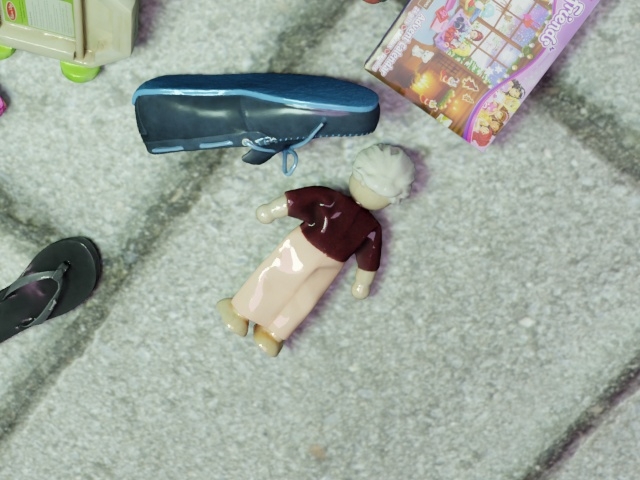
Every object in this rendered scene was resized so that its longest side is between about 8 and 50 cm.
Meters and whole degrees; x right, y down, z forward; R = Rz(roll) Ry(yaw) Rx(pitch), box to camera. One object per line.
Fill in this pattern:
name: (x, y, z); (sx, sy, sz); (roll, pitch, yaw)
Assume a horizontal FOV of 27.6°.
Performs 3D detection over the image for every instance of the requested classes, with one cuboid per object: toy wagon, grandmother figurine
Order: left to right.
toy wagon: (-0.407, -0.324, 1.680); (0.344, 0.267, 0.068); (15, 64, -2)
grandmother figurine: (0.000, 0.000, 1.814); (0.208, 0.104, 0.342); (33, 107, -34)

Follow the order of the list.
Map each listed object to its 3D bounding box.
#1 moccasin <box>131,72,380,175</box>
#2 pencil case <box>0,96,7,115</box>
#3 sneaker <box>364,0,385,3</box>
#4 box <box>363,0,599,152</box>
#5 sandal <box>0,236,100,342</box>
moccasin: (-0.083, -0.161, 1.765); (0.342, 0.138, 0.116); (6, 113, 19)
pencil case: (-0.530, -0.248, 1.789); (0.104, 0.104, 0.236); (-29, 104, 14)
sneaker: (-0.027, -0.391, 1.688); (0.276, 0.097, 0.135); (42, 107, -5)
box: (0.221, -0.291, 1.713); (0.201, 0.057, 0.293); (34, 108, -6)
sandal: (-0.425, 0.088, 1.904); (0.254, 0.054, 0.097); (-34, 101, 15)
